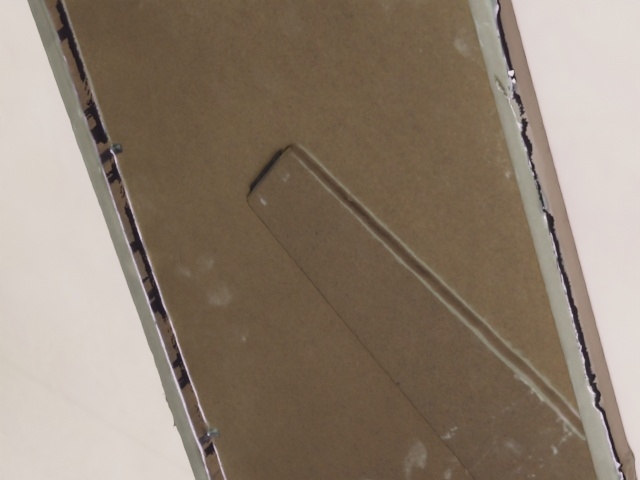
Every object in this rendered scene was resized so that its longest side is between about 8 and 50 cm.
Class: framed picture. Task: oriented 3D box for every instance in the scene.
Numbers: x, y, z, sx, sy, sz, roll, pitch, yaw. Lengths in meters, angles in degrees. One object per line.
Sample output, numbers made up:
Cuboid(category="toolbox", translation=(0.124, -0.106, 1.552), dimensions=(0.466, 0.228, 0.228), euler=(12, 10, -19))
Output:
Cuboid(category="framed picture", translation=(0.000, 0.000, 0.488), dimensions=(0.184, 0.016, 0.250), euler=(-8, 107, 37))
